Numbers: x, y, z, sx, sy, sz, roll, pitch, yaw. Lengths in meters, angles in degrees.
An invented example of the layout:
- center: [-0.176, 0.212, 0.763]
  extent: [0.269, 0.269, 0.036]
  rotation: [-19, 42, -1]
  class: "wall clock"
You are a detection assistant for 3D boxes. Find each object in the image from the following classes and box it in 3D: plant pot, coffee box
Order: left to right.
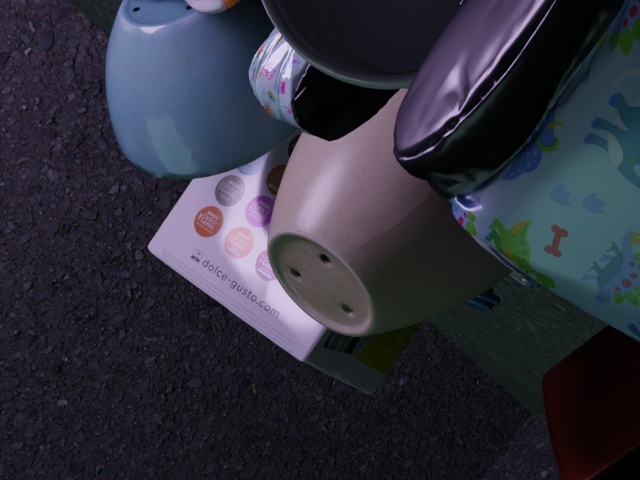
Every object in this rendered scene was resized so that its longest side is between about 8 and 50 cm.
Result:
- center: [-0.168, -0.251, 2.022]
  extent: [0.290, 0.290, 0.195]
  rotation: [32, 154, 42]
  class: "plant pot"
- center: [0.000, 0.000, 2.423]
  extent: [0.338, 0.334, 0.338]
  rotation: [34, 179, 25]
  class: "coffee box"
- center: [0.464, 0.254, 2.123]
  extent: [0.267, 0.267, 0.235]
  rotation: [42, -166, -39]
  class: "plant pot"

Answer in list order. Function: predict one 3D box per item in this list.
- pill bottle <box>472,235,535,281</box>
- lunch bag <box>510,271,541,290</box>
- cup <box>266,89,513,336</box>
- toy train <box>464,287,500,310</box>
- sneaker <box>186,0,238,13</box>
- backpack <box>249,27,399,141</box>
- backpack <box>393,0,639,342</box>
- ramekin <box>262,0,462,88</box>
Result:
- center: [0.235, -0.059, 1.269]
  extent: [0.204, 0.204, 0.361]
  rotation: [38, 175, -8]
  class: "pill bottle"
- center: [0.301, 0.023, 2.188]
  extent: [0.083, 0.071, 0.053]
  rotation: [38, 171, 16]
  class: "lunch bag"
- center: [0.070, -0.020, 1.863]
  extent: [0.331, 0.237, 0.331]
  rotation: [32, 148, 23]
  class: "cup"
- center: [0.217, 0.002, 2.051]
  extent: [0.105, 0.143, 0.248]
  rotation: [12, 168, 14]
  class: "toy train"
- center: [-0.218, -0.398, 1.891]
  extent: [0.321, 0.124, 0.180]
  rotation: [20, 157, 47]
  class: "sneaker"
- center: [0.014, -0.198, 1.627]
  extent: [0.115, 0.182, 0.152]
  rotation: [32, 172, 47]
  class: "backpack"
- center: [0.259, -0.049, 0.953]
  extent: [0.356, 0.290, 0.273]
  rotation: [26, -139, -16]
  class: "backpack"
- center: [0.059, -0.214, 1.168]
  extent: [0.207, 0.207, 0.109]
  rotation: [37, -177, 11]
  class: "ramekin"
